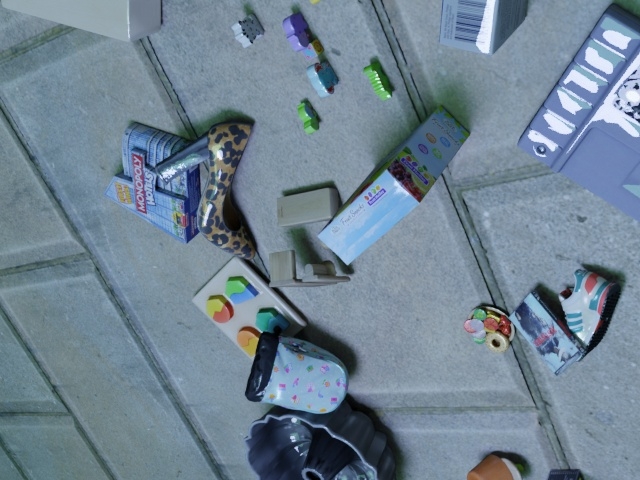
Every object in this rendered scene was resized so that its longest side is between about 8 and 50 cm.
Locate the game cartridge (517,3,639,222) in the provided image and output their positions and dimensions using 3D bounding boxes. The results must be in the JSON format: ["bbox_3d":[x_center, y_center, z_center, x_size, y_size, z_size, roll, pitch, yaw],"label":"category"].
[{"bbox_3d":[0.456,-0.115,1.036,0.355,0.068,0.230,34,137,8],"label":"game cartridge"}]

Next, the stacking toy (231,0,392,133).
[{"bbox_3d":[-0.015,-0.275,1.227,0.167,0.052,0.221,-20,110,41],"label":"stacking toy"}]

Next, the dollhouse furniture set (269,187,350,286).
[{"bbox_3d":[0.000,0.000,1.431,0.144,0.123,0.151,-9,81,37],"label":"dollhouse furniture set"}]

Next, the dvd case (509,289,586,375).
[{"bbox_3d":[0.351,0.145,1.276,0.119,0.013,0.087,53,151,19],"label":"dvd case"}]

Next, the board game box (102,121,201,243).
[{"bbox_3d":[-0.319,-0.113,1.532,0.194,0.060,0.194,18,130,20],"label":"board game box"}]

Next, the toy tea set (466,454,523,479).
[{"bbox_3d":[0.354,0.545,1.562,0.200,0.124,0.336,46,146,39],"label":"toy tea set"}]

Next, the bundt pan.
[{"bbox_3d":[0.013,0.442,1.672,0.330,0.124,0.331,16,128,22],"label":"bundt pan"}]

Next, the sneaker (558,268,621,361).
[{"bbox_3d":[0.396,0.110,1.246,0.075,0.057,0.161,37,140,32],"label":"sneaker"}]

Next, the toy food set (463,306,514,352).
[{"bbox_3d":[0.280,0.145,1.358,0.082,0.020,0.083,24,132,16],"label":"toy food set"}]

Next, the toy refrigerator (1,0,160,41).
[{"bbox_3d":[-0.393,-0.413,1.345,0.269,0.094,0.102,18,123,20],"label":"toy refrigerator"}]

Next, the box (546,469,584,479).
[{"bbox_3d":[0.422,0.564,1.396,0.060,0.270,0.216,-15,113,37],"label":"box"}]

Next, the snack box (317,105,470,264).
[{"bbox_3d":[0.106,-0.081,1.179,0.070,0.207,0.174,45,133,-3],"label":"snack box"}]

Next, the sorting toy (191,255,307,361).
[{"bbox_3d":[-0.149,0.146,1.622,0.193,0.038,0.208,45,134,-3],"label":"sorting toy"}]

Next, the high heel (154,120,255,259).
[{"bbox_3d":[-0.140,-0.082,1.439,0.186,0.093,0.261,-28,123,17],"label":"high heel"}]

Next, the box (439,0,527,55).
[{"bbox_3d":[0.205,-0.313,0.998,0.072,0.137,0.126,18,129,23],"label":"box"}]

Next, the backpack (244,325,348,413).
[{"bbox_3d":[-0.039,0.258,1.541,0.181,0.115,0.152,16,96,-9],"label":"backpack"}]
